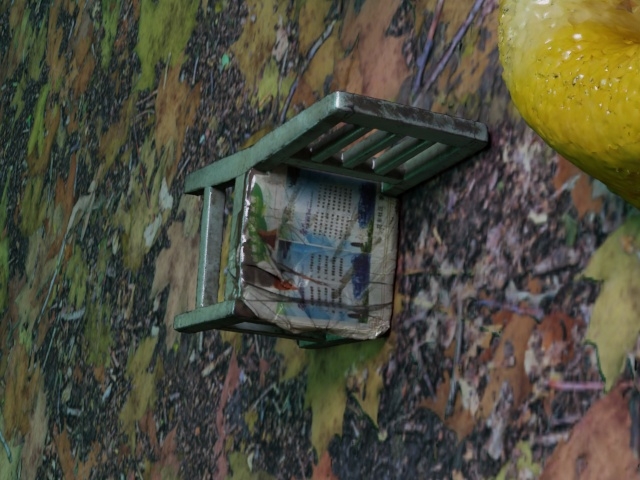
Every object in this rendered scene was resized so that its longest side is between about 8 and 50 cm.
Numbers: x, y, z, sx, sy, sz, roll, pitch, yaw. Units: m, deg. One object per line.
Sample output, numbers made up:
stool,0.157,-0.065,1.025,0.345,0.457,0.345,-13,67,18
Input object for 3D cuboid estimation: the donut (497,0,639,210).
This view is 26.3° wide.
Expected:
donut,0.196,-0.143,0.738,0.277,0.108,0.278,-33,52,56

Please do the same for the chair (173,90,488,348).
chair,0.000,0.000,1.048,0.270,0.136,0.147,-18,66,59
